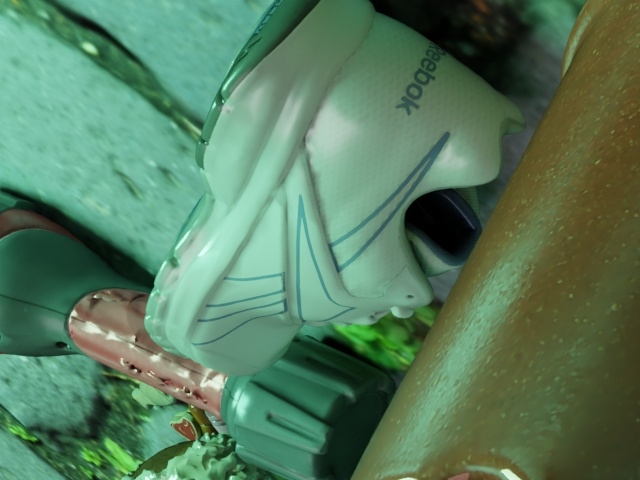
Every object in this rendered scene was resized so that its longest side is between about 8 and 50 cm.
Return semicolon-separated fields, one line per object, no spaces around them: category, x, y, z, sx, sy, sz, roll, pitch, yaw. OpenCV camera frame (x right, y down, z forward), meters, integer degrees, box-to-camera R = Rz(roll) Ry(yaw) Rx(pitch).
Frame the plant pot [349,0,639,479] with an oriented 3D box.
plant pot;0.152;0.039;0.510;0.272;0.265;0.272;26;149;17

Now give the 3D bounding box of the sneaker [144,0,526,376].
sneaker;0.000;0.000;0.787;0.129;0.111;0.297;29;152;2

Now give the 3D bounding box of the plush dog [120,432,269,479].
plush dog;0.003;0.244;1.055;0.225;0.211;0.262;-4;157;10

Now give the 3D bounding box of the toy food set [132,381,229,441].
toy food set;-0.086;0.112;1.124;0.078;0.019;0.122;38;151;-2

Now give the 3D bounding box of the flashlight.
flashlight;-0.108;0.058;0.989;0.304;0.103;0.103;22;145;27
